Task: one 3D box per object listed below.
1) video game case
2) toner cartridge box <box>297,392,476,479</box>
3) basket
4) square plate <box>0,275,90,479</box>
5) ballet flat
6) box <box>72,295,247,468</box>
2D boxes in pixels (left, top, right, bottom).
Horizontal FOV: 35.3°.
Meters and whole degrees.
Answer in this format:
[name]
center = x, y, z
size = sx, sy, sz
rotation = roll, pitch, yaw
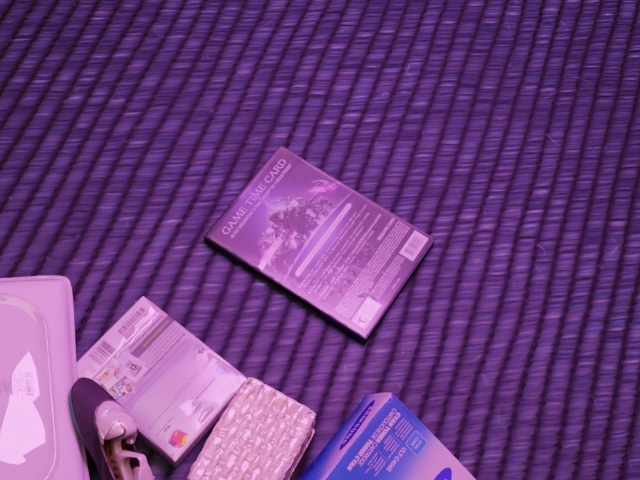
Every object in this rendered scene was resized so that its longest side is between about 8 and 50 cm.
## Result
[video game case]
center = 0.000, 0.000, 1.452
size = 0.274, 0.026, 0.196
rotation = 32, 63, 11
[toner cartridge box]
center = 0.023, 0.363, 1.198
size = 0.165, 0.075, 0.348
rotation = 47, 64, -10
[basket]
center = -0.088, 0.267, 1.252
size = 0.113, 0.103, 0.167
rotation = 28, 61, 7
[square plate]
center = -0.456, 0.190, 1.198
size = 0.344, 0.049, 0.347
rotation = -1, 60, -22
[ballet flat]
center = -0.244, 0.258, 1.232
size = 0.074, 0.074, 0.203
rotation = -17, 83, -15
[box]
center = -0.212, 0.182, 1.320
size = 0.186, 0.038, 0.145
rotation = 35, 65, 14
